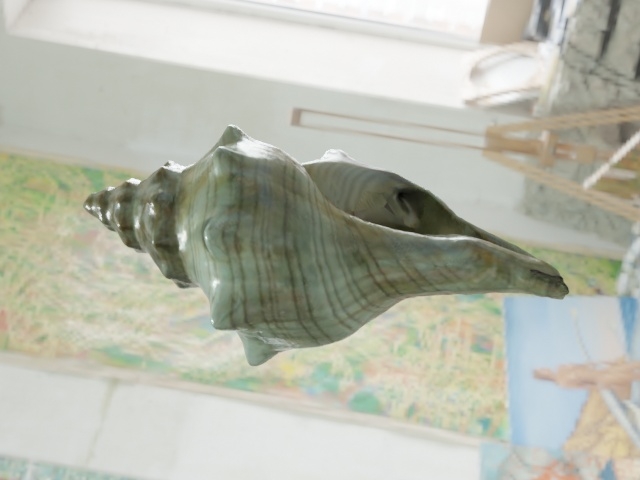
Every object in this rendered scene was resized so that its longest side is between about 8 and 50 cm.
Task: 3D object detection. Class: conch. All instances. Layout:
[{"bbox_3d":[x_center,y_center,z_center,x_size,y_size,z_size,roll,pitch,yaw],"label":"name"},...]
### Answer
[{"bbox_3d":[-0.009,0.005,0.560,0.137,0.234,0.114,-103,29,-55],"label":"conch"}]
